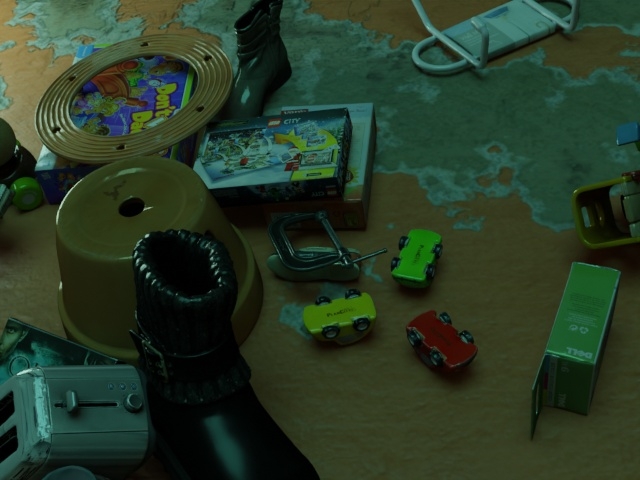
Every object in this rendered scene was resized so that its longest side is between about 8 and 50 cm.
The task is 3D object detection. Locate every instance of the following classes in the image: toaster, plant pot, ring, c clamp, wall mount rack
[{"bbox_3d":[-0.301,0.223,1.056,0.146,0.227,0.129,12,54,-40],"label":"toaster"},{"bbox_3d":[-0.236,0.024,1.278,0.291,0.203,0.291,-4,47,4],"label":"plant pot"},{"bbox_3d":[-0.304,-0.234,1.535,0.337,0.032,0.336,-7,45,7],"label":"ring"},{"bbox_3d":[0.000,0.000,1.333,0.137,0.022,0.160,-20,39,-14],"label":"c clamp"},{"bbox_3d":[0.296,-0.452,1.710,0.350,0.130,0.304,-25,48,-16],"label":"wall mount rack"}]

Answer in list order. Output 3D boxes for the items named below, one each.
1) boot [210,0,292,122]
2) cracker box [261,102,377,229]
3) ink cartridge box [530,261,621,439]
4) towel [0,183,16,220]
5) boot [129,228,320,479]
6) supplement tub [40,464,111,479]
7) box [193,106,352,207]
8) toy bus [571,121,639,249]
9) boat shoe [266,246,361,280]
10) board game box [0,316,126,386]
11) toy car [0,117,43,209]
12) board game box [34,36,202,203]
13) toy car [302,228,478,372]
[{"bbox_3d":[-0.132,-0.305,1.609,0.083,0.161,0.246,14,50,21],"label":"boot"},{"bbox_3d":[0.003,-0.120,1.474,0.156,0.067,0.232,-1,47,11],"label":"cracker box"},{"bbox_3d":[0.315,0.140,1.149,0.062,0.109,0.209,13,49,21],"label":"ink cartridge box"},{"bbox_3d":[-0.654,0.001,1.396,0.324,0.056,0.312,20,74,25],"label":"towel"},{"bbox_3d":[-0.110,0.163,1.064,0.348,0.260,0.131,32,33,33],"label":"boot"},{"bbox_3d":[-0.244,0.321,0.994,0.106,0.198,0.106,-4,47,4],"label":"supplement tub"},{"bbox_3d":[-0.074,-0.125,1.416,0.233,0.044,0.159,-4,46,14],"label":"box"},{"bbox_3d":[0.433,-0.047,1.311,0.104,0.202,0.191,-12,44,41],"label":"toy bus"},{"bbox_3d":[-0.008,0.029,1.346,0.137,0.049,0.043,2,43,7],"label":"boat shoe"},{"bbox_3d":[-0.357,0.187,1.220,0.186,0.026,0.126,16,81,23],"label":"board game box"},{"bbox_3d":[-0.548,-0.147,1.497,0.149,0.188,0.155,-25,47,-15],"label":"toy car"},{"bbox_3d":[-0.331,-0.215,1.609,0.233,0.078,0.347,-3,46,5],"label":"board game box"},{"bbox_3d":[0.117,0.078,1.278,0.239,0.053,0.225,12,49,18],"label":"toy car"}]
